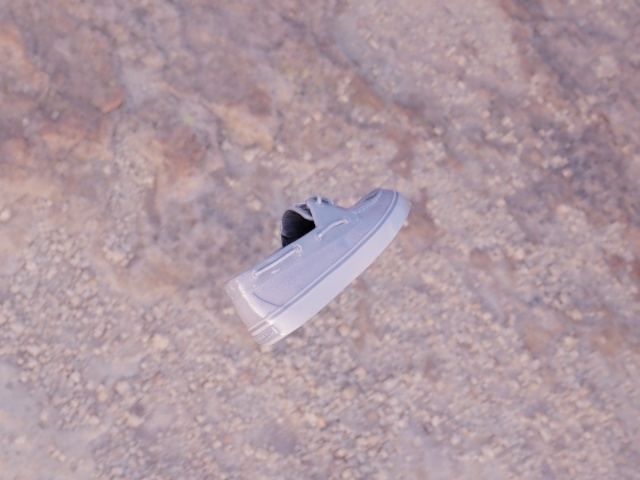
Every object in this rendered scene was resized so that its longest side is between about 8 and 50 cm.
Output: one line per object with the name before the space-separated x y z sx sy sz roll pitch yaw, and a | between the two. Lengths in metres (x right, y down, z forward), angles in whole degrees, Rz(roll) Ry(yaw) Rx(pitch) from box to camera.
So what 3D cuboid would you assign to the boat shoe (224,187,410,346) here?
boat shoe | -0.001 0.001 1.040 0.081 0.079 0.227 53 46 -6
